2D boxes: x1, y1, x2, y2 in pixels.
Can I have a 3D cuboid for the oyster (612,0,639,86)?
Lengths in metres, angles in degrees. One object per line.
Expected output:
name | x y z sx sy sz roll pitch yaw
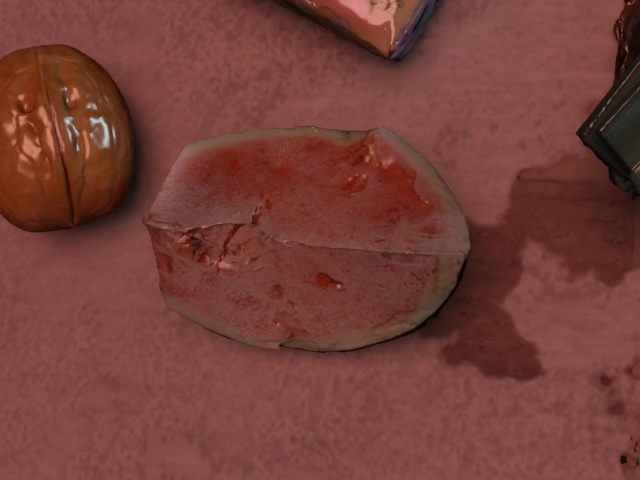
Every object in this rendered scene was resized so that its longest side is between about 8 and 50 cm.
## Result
oyster | 0.363 -0.203 1.094 0.221 0.096 0.361 33 86 24

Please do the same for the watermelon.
watermelon | 0.000 0.000 1.095 0.305 0.180 0.224 4 93 16

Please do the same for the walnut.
walnut | -0.275 -0.108 1.195 0.165 0.165 0.197 -9 81 12

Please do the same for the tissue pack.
tissue pack | 0.018 -0.319 1.180 0.257 0.123 0.215 28 86 9

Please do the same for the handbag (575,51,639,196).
handbag | 0.397 -0.101 0.991 0.274 0.100 0.269 -47 113 -1
